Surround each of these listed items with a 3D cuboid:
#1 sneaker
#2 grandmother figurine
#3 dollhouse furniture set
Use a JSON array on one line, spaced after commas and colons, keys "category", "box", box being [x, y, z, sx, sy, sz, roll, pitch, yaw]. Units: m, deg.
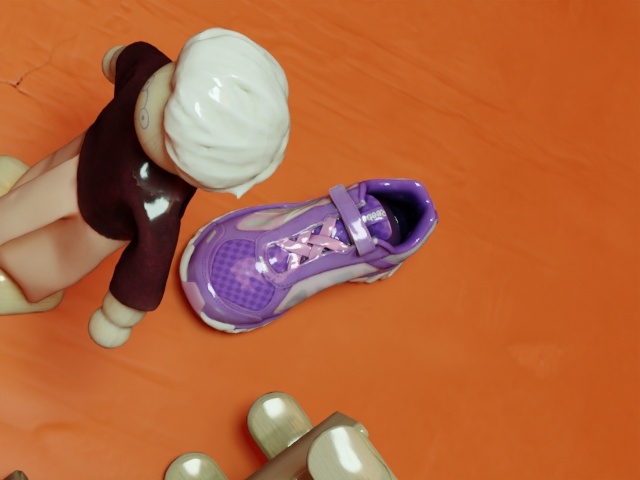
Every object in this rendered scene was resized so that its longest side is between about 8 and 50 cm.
[{"category": "sneaker", "box": [0.000, 0.000, 1.156, 0.236, 0.104, 0.095, -19, 86, -36]}, {"category": "grandmother figurine", "box": [-0.130, -0.037, 0.929, 0.104, 0.342, 0.207, 0, 74, -34]}, {"category": "dollhouse furniture set", "box": [-0.087, 0.176, 0.973, 0.242, 0.212, 0.161, -36, 98, -10]}]
